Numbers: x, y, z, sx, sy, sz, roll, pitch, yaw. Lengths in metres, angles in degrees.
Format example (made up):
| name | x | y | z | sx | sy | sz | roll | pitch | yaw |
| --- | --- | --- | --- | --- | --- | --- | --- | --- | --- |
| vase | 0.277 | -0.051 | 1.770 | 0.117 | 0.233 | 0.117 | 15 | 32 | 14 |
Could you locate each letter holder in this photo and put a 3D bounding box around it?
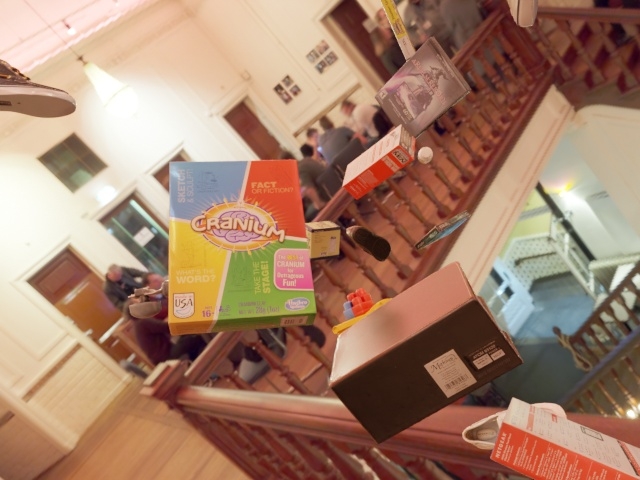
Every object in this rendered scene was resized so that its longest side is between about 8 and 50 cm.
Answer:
| name | x | y | z | sx | sy | sz | roll | pitch | yaw |
| --- | --- | --- | --- | --- | --- | --- | --- | --- | --- |
| letter holder | 0.186 | 0.201 | 0.992 | 0.302 | 0.152 | 0.214 | -35 | 11 | 14 |

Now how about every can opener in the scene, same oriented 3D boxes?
| name | x | y | z | sx | sy | sz | roll | pitch | yaw |
| --- | --- | --- | --- | --- | --- | --- | --- | --- | --- |
| can opener | -0.402 | 0.157 | 1.449 | 0.284 | 0.095 | 0.076 | -9 | -5 | 14 |

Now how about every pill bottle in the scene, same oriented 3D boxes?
| name | x | y | z | sx | sy | sz | roll | pitch | yaw |
| --- | --- | --- | --- | --- | --- | --- | --- | --- | --- |
| pill bottle | 0.326 | -0.266 | 1.613 | 0.043 | 0.043 | 0.083 | -41 | -5 | 6 |

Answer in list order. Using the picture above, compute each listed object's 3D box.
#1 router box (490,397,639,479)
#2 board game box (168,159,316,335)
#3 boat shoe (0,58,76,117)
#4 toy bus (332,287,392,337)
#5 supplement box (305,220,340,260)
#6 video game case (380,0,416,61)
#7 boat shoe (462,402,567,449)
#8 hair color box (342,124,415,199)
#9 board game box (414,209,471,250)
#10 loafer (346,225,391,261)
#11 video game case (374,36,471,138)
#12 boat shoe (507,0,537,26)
| name | x | y | z | sx | sy | sz | roll | pitch | yaw |
| --- | --- | --- | --- | --- | --- | --- | --- | --- | --- |
| router box | 0.541 | 0.457 | 1.115 | 0.335 | 0.301 | 0.082 | 18 | -90 | -65 |
| board game box | -0.146 | 0.002 | 0.931 | 0.064 | 0.243 | 0.316 | 107 | 157 | -61 |
| boat shoe | -0.503 | -0.258 | 0.859 | 0.065 | 0.184 | 0.083 | 128 | 138 | -60 |
| toy bus | 0.143 | 0.213 | 1.278 | 0.220 | 0.211 | 0.150 | -29 | -15 | 36 |
| supplement box | 0.000 | 0.000 | 1.314 | 0.083 | 0.083 | 0.056 | -7 | 20 | -27 |
| video game case | 0.271 | -0.685 | 1.723 | 0.035 | 0.248 | 0.275 | -24 | 0 | 19 |
| boat shoe | 0.500 | 0.494 | 1.359 | 0.277 | 0.096 | 0.098 | -35 | 52 | 36 |
| hair color box | 0.131 | -0.174 | 1.165 | 0.167 | 0.053 | 0.093 | -35 | 25 | 35 |
| board game box | 0.415 | -0.035 | 1.761 | 0.186 | 0.026 | 0.126 | -24 | -17 | -37 |
| loafer | 0.176 | 0.001 | 1.889 | 0.080 | 0.220 | 0.078 | -55 | 38 | -4 |
| video game case | 0.304 | -0.451 | 1.594 | 0.026 | 0.196 | 0.274 | -29 | -7 | -40 |
| boat shoe | 0.403 | -0.653 | 1.158 | 0.157 | 0.367 | 0.135 | 5 | 50 | 29 |
